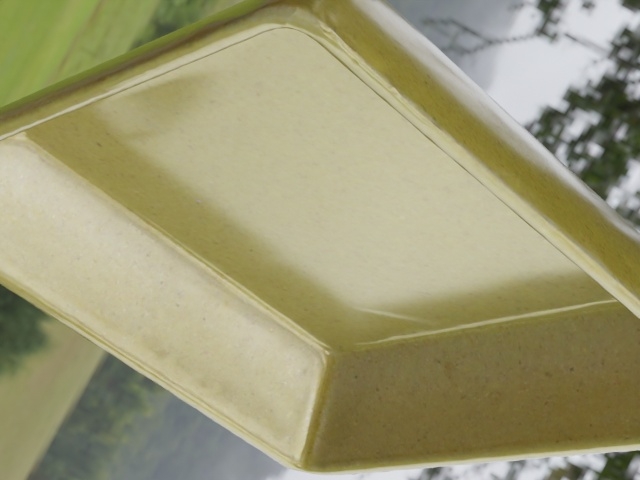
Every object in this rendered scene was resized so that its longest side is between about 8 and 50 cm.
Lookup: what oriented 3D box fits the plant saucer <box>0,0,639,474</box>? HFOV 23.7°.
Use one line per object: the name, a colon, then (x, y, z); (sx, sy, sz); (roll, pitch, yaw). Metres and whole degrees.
plant saucer: (0.000, 0.000, 0.743); (0.333, 0.333, 0.081); (-14, -131, 46)
